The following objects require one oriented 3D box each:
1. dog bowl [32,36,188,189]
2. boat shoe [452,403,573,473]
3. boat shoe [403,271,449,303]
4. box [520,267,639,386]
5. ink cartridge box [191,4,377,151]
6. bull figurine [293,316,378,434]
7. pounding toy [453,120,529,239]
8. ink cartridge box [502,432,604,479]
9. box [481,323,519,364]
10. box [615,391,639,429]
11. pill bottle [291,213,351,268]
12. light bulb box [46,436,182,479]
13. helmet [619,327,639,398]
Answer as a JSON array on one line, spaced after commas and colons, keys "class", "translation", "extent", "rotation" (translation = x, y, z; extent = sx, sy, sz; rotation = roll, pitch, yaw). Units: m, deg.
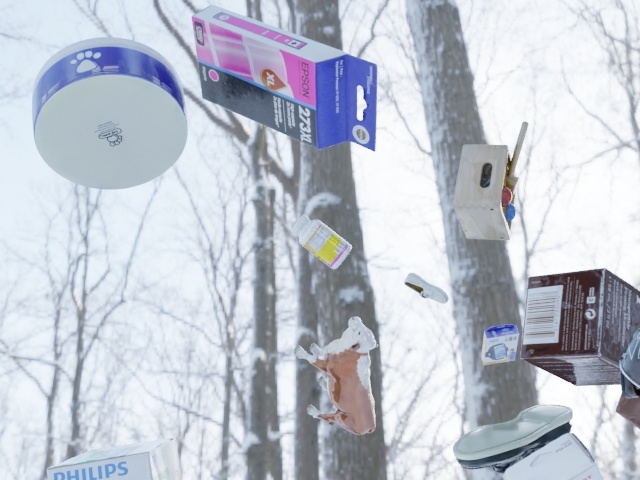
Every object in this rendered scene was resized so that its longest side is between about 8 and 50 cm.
[{"class": "dog bowl", "translation": [-0.367, -0.216, 1.535], "extent": [0.264, 0.104, 0.265], "rotation": [-9, -41, -8]}, {"class": "boat shoe", "translation": [0.401, 0.429, 1.796], "extent": [0.127, 0.113, 0.340], "rotation": [2, 9, 44]}, {"class": "boat shoe", "translation": [0.217, 0.105, 1.810], "extent": [0.100, 0.035, 0.035], "rotation": [34, -38, 7]}, {"class": "box", "translation": [0.503, 0.166, 1.638], "extent": [0.203, 0.169, 0.167], "rotation": [26, -25, -38]}, {"class": "ink cartridge box", "translation": [-0.066, -0.276, 1.534], "extent": [0.370, 0.069, 0.176], "rotation": [25, -43, 27]}, {"class": "bull figurine", "translation": [0.048, 0.308, 1.991], "extent": [0.188, 0.101, 0.311], "rotation": [13, -57, 35]}, {"class": "pounding toy", "translation": [0.272, -0.092, 1.360], "extent": [0.100, 0.141, 0.130], "rotation": [3, -25, 23]}, {"class": "ink cartridge box", "translation": [0.457, 0.485, 1.639], "extent": [0.158, 0.092, 0.218], "rotation": [-32, -59, 1]}, {"class": "box", "translation": [0.440, 0.254, 2.151], "extent": [0.081, 0.028, 0.136], "rotation": [-9, -39, -1]}, {"class": "box", "translation": [0.851, 0.391, 1.922], "extent": [0.143, 0.381, 0.191], "rotation": [0, -66, -31]}, {"class": "pill bottle", "translation": [0.000, 0.000, 1.236], "extent": [0.083, 0.043, 0.043], "rotation": [38, -44, -2]}, {"class": "light bulb box", "translation": [-0.432, 0.648, 1.961], "extent": [0.225, 0.361, 0.358], "rotation": [-9, -7, -1]}, {"class": "helmet", "translation": [0.528, 0.189, 1.296], "extent": [0.169, 0.169, 0.162], "rotation": [-10, -49, 11]}]
